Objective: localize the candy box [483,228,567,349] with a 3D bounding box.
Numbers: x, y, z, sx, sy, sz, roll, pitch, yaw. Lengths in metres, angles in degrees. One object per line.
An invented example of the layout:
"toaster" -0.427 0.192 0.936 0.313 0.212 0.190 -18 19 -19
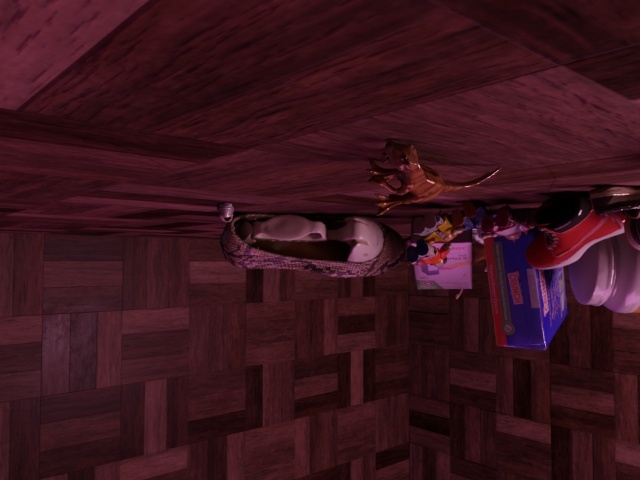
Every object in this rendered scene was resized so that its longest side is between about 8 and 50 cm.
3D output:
"candy box" 0.511 0.091 1.366 0.122 0.269 0.317 -4 -175 32

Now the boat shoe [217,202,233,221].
"boat shoe" -0.196 -0.055 1.157 0.035 0.035 0.100 0 177 -12

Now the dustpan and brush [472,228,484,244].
"dustpan and brush" 0.457 -0.021 1.657 0.147 0.061 0.211 -1 177 34

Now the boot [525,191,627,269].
"boot" 0.425 -0.017 1.032 0.176 0.089 0.244 2 154 -22

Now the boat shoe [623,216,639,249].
"boat shoe" 0.648 -0.037 0.898 0.285 0.103 0.092 -4 172 3

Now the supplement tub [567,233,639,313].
"supplement tub" 0.725 0.043 1.201 0.315 0.229 0.228 0 178 7

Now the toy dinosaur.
"toy dinosaur" 0.118 -0.063 0.632 0.112 0.064 0.211 -3 177 35

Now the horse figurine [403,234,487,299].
"horse figurine" 0.363 0.042 1.616 0.263 0.175 0.066 36 -175 11

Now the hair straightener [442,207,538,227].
"hair straightener" 0.382 -0.052 1.255 0.230 0.047 0.089 4 180 29

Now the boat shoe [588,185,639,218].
"boat shoe" 0.494 -0.059 0.880 0.152 0.049 0.056 0 177 -9

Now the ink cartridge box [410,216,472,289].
"ink cartridge box" 0.324 0.037 1.482 0.154 0.093 0.212 -1 140 13

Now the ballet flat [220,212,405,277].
"ballet flat" 0.000 0.000 1.360 0.482 0.164 0.182 2 157 -10

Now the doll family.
"doll family" 0.294 -0.032 1.145 0.262 0.119 0.163 -22 161 28
